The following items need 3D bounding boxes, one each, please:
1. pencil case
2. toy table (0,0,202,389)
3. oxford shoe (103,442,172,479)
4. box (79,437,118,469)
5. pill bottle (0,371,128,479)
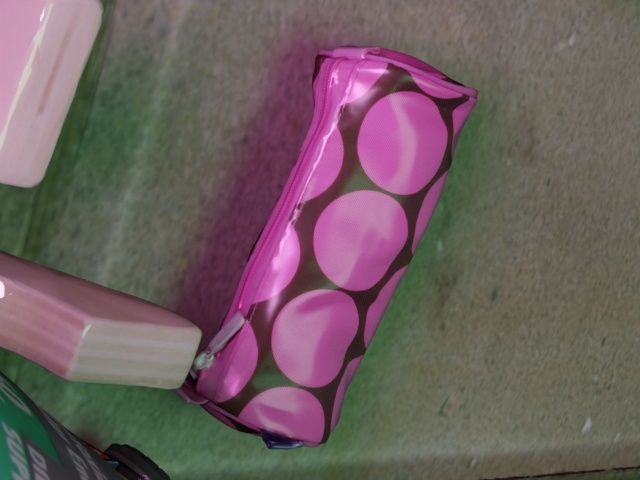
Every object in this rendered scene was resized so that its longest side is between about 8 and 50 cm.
[{"bbox_3d":[0.000,0.000,0.961,0.098,0.095,0.209,23,89,-37],"label":"pencil case"},{"bbox_3d":[-0.178,0.001,0.688,0.252,0.161,0.274,-6,115,-48],"label":"toy table"},{"bbox_3d":[-0.096,0.205,0.963,0.096,0.083,0.227,-28,129,-34],"label":"oxford shoe"},{"bbox_3d":[-0.198,0.193,0.862,0.159,0.044,0.233,15,98,-53],"label":"box"},{"bbox_3d":[-0.102,0.170,0.579,0.204,0.204,0.361,-55,142,-13],"label":"pill bottle"}]
